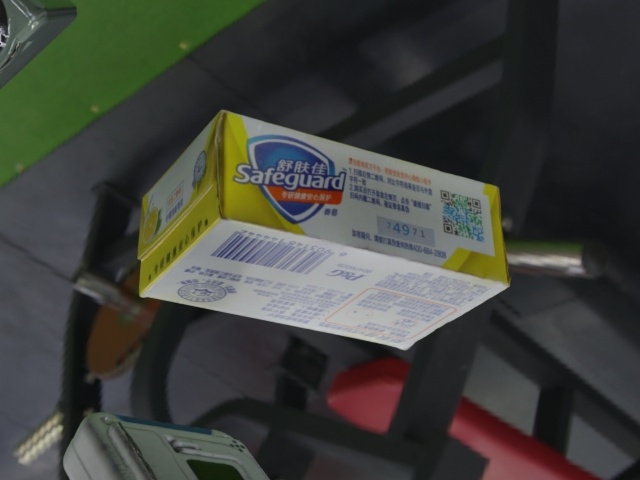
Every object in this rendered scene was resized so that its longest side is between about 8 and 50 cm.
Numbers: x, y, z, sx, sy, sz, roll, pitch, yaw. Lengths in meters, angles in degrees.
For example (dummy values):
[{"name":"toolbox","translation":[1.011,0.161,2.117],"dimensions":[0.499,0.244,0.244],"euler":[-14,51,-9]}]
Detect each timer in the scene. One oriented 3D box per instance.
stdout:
[{"name":"timer","translation":[-0.091,0.234,1.006],"dimensions":[0.178,0.078,0.253],"euler":[16,-161,-41]}]

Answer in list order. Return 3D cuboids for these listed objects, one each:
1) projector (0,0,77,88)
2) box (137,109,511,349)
[{"name":"projector","translation":[-0.326,-0.131,0.977],"dimensions":[0.257,0.192,0.099],"euler":[-41,102,5]},{"name":"box","translation":[0.000,0.000,1.005],"dimensions":[0.265,0.097,0.168],"euler":[13,151,-25]}]
